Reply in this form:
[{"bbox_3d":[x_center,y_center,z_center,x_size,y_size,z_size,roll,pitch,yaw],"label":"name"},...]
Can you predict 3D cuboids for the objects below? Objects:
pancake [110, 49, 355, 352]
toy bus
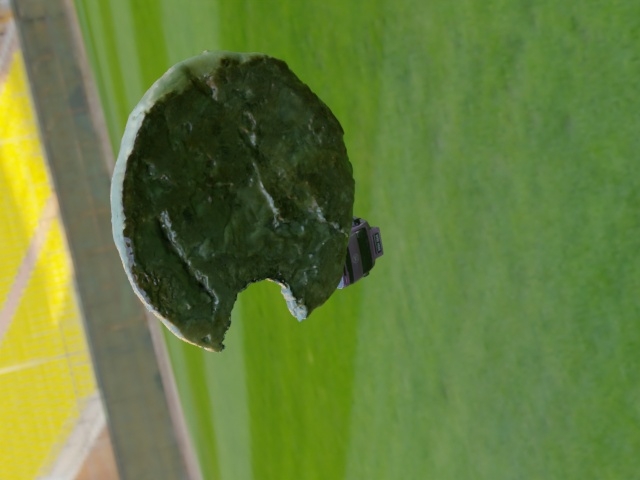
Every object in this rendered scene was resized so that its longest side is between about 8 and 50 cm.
[{"bbox_3d":[-0.068,-0.037,1.006,0.037,0.254,0.253,-4,101,52],"label":"pancake"},{"bbox_3d":[0.000,0.000,1.677,0.178,0.098,0.086,21,128,51],"label":"toy bus"}]
